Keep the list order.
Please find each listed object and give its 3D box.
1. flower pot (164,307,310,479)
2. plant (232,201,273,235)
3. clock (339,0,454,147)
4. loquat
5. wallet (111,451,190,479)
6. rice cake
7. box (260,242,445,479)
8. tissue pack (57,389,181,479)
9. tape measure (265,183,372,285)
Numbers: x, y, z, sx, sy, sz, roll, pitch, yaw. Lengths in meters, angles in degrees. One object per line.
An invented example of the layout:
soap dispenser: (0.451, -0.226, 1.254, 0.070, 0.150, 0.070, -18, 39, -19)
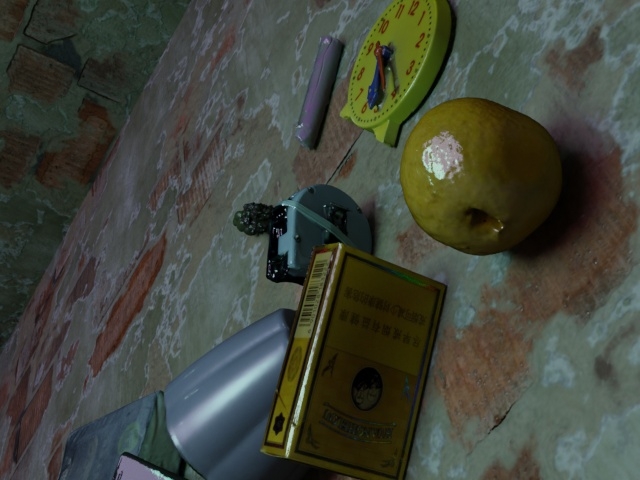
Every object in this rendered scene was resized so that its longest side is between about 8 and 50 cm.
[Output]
flower pot: (-0.072, 0.250, 1.397, 0.243, 0.265, 0.265, -43, 34, 19)
plant: (-0.141, -0.047, 1.923, 0.087, 0.085, 0.174, -50, 15, -19)
clock: (0.128, -0.330, 1.624, 0.293, 0.071, 0.277, -65, 26, 5)
loquat: (0.205, -0.083, 1.143, 0.208, 0.208, 0.208, -42, 36, 42)
wallet: (-0.301, 0.501, 1.688, 0.244, 0.025, 0.124, 17, 84, 24)
rice cake: (-0.005, -0.318, 1.887, 0.049, 0.055, 0.270, -9, 60, 55)
box: (0.051, 0.175, 1.247, 0.084, 0.193, 0.301, -12, 60, 60)
tissue pack: (-0.457, 0.522, 1.958, 0.394, 0.124, 0.288, -30, 37, 41)
tape measure: (0.000, -0.004, 1.496, 0.107, 0.182, 0.181, -30, 56, 48)
